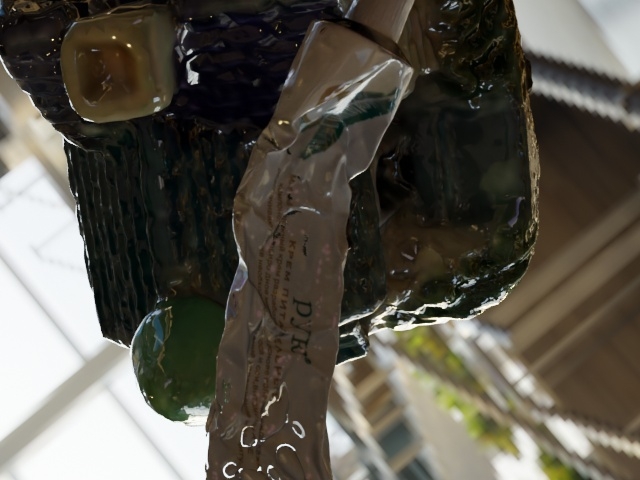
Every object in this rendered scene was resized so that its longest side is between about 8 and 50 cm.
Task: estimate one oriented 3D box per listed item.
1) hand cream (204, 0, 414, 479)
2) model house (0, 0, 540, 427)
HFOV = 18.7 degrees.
[{"bbox_3d":[-0.003,0.000,0.854,0.050,0.256,0.084,4,168,44],"label":"hand cream"},{"bbox_3d":[-0.036,-0.063,1.044,0.284,0.243,0.298,-30,-67,-66],"label":"model house"}]
